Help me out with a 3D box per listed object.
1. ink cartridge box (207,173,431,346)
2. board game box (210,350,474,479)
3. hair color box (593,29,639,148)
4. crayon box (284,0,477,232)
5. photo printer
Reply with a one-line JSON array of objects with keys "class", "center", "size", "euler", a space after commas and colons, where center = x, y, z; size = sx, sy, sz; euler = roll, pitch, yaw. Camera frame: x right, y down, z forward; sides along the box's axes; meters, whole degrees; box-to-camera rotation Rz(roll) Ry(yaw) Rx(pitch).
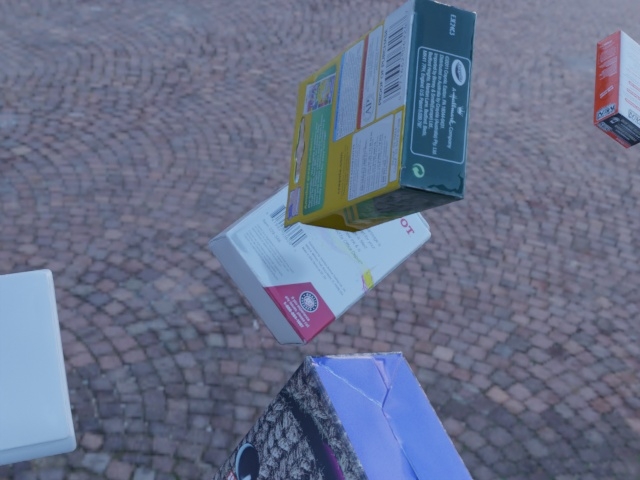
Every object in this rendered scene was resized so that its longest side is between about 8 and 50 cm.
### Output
[{"class": "ink cartridge box", "center": [0.000, 0.000, 1.577], "size": [0.306, 0.226, 0.131], "euler": [-38, 7, -24]}, {"class": "board game box", "center": [0.014, 0.299, 1.003], "size": [0.141, 0.291, 0.232], "euler": [3, 45, -38]}, {"class": "hair color box", "center": [0.404, -0.202, 1.242], "size": [0.072, 0.043, 0.141], "euler": [29, 56, -27]}, {"class": "crayon box", "center": [0.060, -0.126, 1.085], "size": [0.083, 0.203, 0.323], "euler": [9, -10, -22]}, {"class": "photo printer", "center": [-0.494, 0.180, 1.228], "size": [0.307, 0.107, 0.256], "euler": [-7, 73, -15]}]
